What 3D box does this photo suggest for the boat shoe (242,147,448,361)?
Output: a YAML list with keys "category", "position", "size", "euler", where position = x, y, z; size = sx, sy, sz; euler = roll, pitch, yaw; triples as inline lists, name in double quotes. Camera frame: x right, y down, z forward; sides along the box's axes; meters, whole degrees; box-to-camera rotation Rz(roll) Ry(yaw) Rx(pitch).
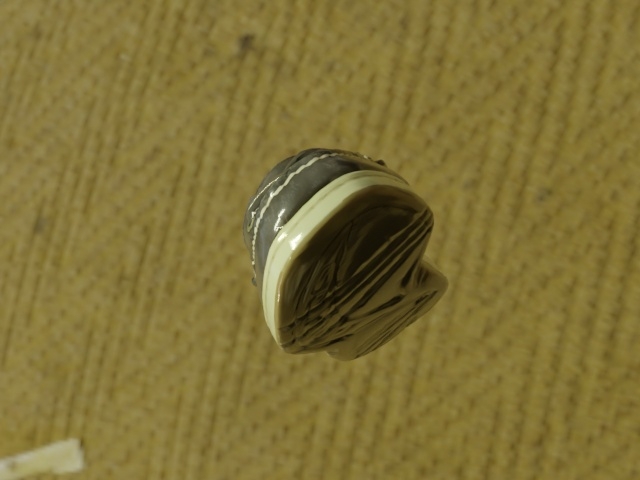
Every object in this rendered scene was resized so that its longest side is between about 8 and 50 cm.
- category: "boat shoe"
  position: [0.001, -0.001, 0.698]
  size: [0.080, 0.223, 0.073]
  euler: [-41, 75, 1]
